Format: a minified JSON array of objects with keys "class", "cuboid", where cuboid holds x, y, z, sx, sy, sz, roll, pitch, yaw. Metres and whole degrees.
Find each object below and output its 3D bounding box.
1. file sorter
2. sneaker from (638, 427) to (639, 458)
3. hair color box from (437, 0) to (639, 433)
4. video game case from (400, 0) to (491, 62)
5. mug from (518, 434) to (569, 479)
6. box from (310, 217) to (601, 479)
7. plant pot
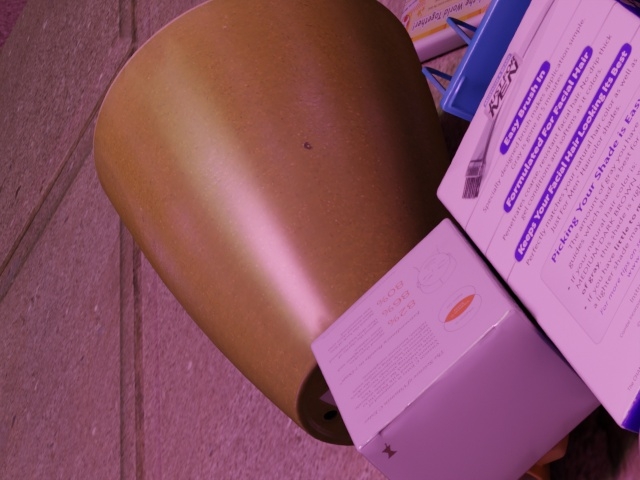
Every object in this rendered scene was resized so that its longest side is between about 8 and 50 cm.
[{"class":"file sorter","cuboid":[0.161,-0.160,1.326,0.170,0.118,0.104,-63,20,15]},{"class":"sneaker","cuboid":[0.216,0.107,0.929,0.118,0.083,0.222,-106,11,-48]},{"class":"hair color box","cuboid":[0.198,-0.029,1.139,0.185,0.110,0.339,-64,24,16]},{"class":"video game case","cuboid":[0.144,-0.262,1.577,0.227,0.026,0.206,-14,58,63]},{"class":"mug","cuboid":[0.130,0.137,1.233,0.078,0.062,0.064,-4,48,21]},{"class":"box","cuboid":[0.082,0.083,1.204,0.130,0.091,0.170,-43,21,6]},{"class":"plant pot","cuboid":[0.000,0.000,1.424,0.275,0.275,0.293,-56,41,30]}]
